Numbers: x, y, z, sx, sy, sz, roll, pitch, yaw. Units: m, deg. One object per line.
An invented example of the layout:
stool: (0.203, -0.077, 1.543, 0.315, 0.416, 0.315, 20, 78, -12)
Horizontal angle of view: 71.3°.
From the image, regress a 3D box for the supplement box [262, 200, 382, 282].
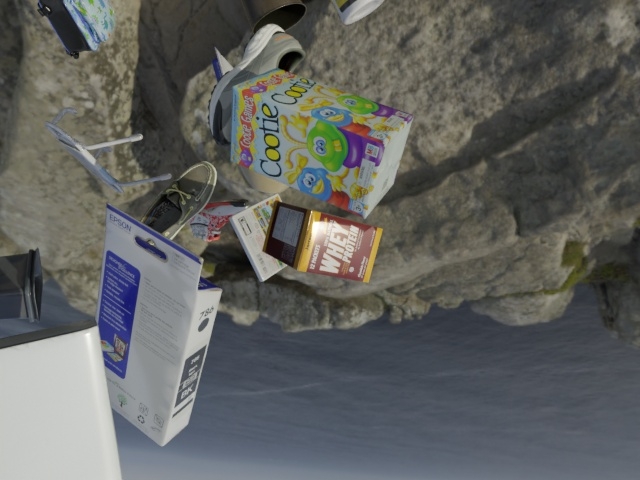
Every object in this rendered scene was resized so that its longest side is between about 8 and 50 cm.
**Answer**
supplement box: (0.000, 0.000, 1.035, 0.191, 0.129, 0.194, 12, -175, -31)

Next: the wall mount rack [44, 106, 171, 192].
wall mount rack: (-0.652, -0.268, 1.383, 0.303, 0.131, 0.350, 27, 162, 18)

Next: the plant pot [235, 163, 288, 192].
plant pot: (-0.168, -0.268, 1.477, 0.283, 0.284, 0.191, 10, 113, -9)

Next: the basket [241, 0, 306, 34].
basket: (-0.185, -0.814, 1.457, 0.204, 0.227, 0.154, -28, 179, -22)

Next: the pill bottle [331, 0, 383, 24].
pill bottle: (0.052, -0.614, 1.004, 0.119, 0.119, 0.209, -22, 103, 40)

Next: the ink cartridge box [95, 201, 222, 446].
ink cartridge box: (-0.236, 0.119, 0.626, 0.165, 0.065, 0.333, 29, 118, 17)

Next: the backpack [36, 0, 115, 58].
backpack: (-0.406, -0.393, 0.764, 0.084, 0.115, 0.105, -6, 147, 5)

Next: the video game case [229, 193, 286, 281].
video game case: (-0.167, -0.014, 1.454, 0.026, 0.206, 0.227, -14, 104, 48)

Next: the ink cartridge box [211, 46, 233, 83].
ink cartridge box: (-0.362, -0.589, 1.854, 0.072, 0.304, 0.307, -17, 175, 12)

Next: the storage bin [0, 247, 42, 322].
storage bin: (-0.543, 0.085, 0.780, 0.090, 0.135, 0.098, -3, 126, -26)

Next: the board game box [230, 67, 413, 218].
board game box: (-0.004, -0.178, 0.780, 0.275, 0.144, 0.142, 24, 131, 16)

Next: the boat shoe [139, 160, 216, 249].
boat shoe: (-0.404, -0.099, 1.252, 0.109, 0.305, 0.091, 38, 176, 0)

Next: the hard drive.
hard drive: (-0.379, 0.298, 0.557, 0.232, 0.354, 0.047, -10, -169, -32)

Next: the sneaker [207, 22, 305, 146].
sneaker: (-0.132, -0.308, 0.906, 0.107, 0.272, 0.100, 34, -179, 20)

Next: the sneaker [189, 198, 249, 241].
sneaker: (-0.379, -0.075, 1.692, 0.269, 0.145, 0.090, -4, -169, 21)
